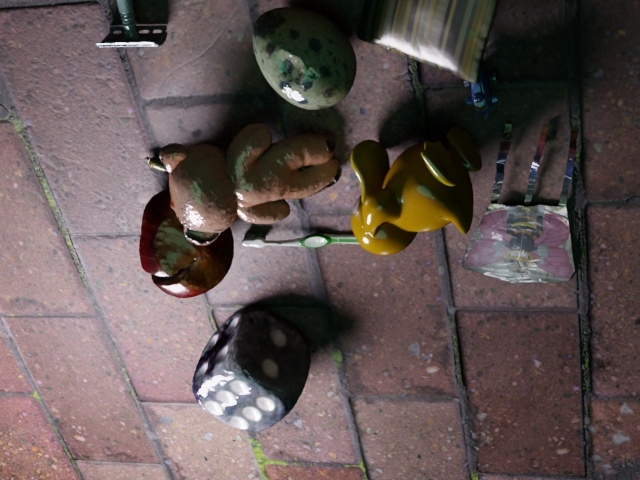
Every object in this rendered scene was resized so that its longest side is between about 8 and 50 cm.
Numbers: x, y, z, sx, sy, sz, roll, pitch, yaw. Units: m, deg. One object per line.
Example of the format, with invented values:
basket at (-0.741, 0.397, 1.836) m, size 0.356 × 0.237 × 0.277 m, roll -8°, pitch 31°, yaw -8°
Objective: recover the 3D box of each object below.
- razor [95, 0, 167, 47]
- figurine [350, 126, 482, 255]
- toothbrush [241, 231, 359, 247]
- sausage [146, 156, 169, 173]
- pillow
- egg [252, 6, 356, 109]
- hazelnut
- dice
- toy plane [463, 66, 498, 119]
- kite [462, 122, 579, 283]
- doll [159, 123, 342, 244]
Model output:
razor at (-0.321, -0.416, 1.669) m, size 0.106 × 0.068 × 0.232 m, roll 1°, pitch 126°, yaw 14°
figurine at (0.150, -0.076, 1.756) m, size 0.228 × 0.215 × 0.215 m, roll -4°, pitch 130°, yaw 35°
toothbrush at (0.000, 0.001, 1.964) m, size 0.303 × 0.030 × 0.030 m, roll 1°, pitch 131°, yaw 14°
sausage at (-0.227, -0.113, 1.927) m, size 0.198 × 0.025 × 0.028 m, roll 22°, pitch 130°, yaw -4°
pillow at (0.165, -0.359, 1.574) m, size 0.212 × 0.052 × 0.208 m, roll 25°, pitch 131°, yaw 15°
egg at (-0.026, -0.287, 1.644) m, size 0.181 × 0.141 × 0.141 m, roll 41°, pitch 128°, yaw -10°
hazelnut at (-0.254, 0.000, 1.952) m, size 0.178 × 0.178 × 0.204 m, roll -14°, pitch 120°, yaw 25°
dice at (-0.139, 0.262, 2.128) m, size 0.181 × 0.183 × 0.182 m, roll 33°, pitch 133°, yaw -16°
toy plane at (0.246, -0.264, 1.648) m, size 0.054 × 0.062 × 0.167 m, roll -3°, pitch 119°, yaw 17°
kite at (0.354, -0.051, 1.831) m, size 0.204 × 0.022 × 0.360 m, roll 6°, pitch 132°, yaw 9°
doll at (-0.121, -0.121, 1.843) m, size 0.303 × 0.156 × 0.201 m, roll -16°, pitch 121°, yaw -9°
